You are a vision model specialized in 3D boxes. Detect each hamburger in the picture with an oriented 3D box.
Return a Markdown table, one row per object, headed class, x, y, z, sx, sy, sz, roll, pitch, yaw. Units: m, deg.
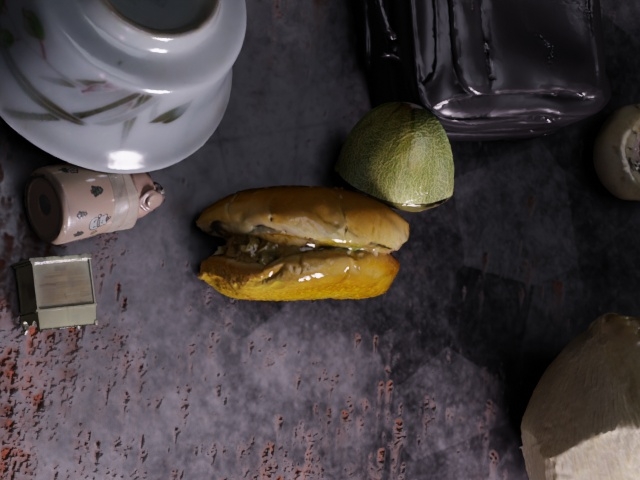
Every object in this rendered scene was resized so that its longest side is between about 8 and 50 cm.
| class | x | y | z | sx | sy | sz | roll | pitch | yaw |
| --- | --- | --- | --- | --- | --- | --- | --- | --- | --- |
| hamburger | 0.000 | 0.000 | 1.795 | 0.283 | 0.156 | 0.144 | 1 | 82 | -28 |

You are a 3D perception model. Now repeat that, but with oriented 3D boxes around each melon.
| class | x | y | z | sx | sy | sz | roll | pitch | yaw |
| --- | --- | --- | --- | --- | --- | --- | --- | --- | --- |
| melon | 0.090 | -0.110 | 1.848 | 0.079 | 0.160 | 0.128 | -29 | 136 | -60 |

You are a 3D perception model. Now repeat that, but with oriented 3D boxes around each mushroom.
| class | x | y | z | sx | sy | sz | roll | pitch | yaw |
| --- | --- | --- | --- | --- | --- | --- | --- | --- | --- |
| mushroom | 0.470 | -0.126 | 2.112 | 0.154 | 0.122 | 0.154 | 1 | 88 | -34 |

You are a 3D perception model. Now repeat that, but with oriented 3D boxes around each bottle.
| class | x | y | z | sx | sy | sz | roll | pitch | yaw |
| --- | --- | --- | --- | --- | --- | --- | --- | --- | --- |
| bottle | -0.258 | -0.053 | 1.691 | 0.152 | 0.099 | 0.099 | -17 | 91 | -40 |

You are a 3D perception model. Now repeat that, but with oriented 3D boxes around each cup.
| class | x | y | z | sx | sy | sz | roll | pitch | yaw |
| --- | --- | --- | --- | --- | --- | --- | --- | --- | --- |
| cup | -0.223 | -0.264 | 1.655 | 0.347 | 0.163 | 0.347 | 13 | 62 | -26 |

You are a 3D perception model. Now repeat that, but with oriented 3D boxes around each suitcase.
| class | x | y | z | sx | sy | sz | roll | pitch | yaw |
| --- | --- | --- | --- | --- | --- | --- | --- | --- | --- |
| suitcase | 0.211 | -0.310 | 1.966 | 0.339 | 0.188 | 0.345 | -2 | 85 | -25 |

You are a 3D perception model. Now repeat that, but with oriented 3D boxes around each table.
| class | x | y | z | sx | sy | sz | roll | pitch | yaw |
| --- | --- | --- | --- | --- | --- | --- | --- | --- | --- |
| table | -0.301 | 0.061 | 1.660 | 0.079 | 0.062 | 0.083 | -5 | 85 | -31 |

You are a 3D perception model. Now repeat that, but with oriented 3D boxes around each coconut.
| class | x | y | z | sx | sy | sz | roll | pitch | yaw |
| --- | --- | --- | --- | --- | --- | --- | --- | --- | --- |
| coconut | 0.431 | 0.266 | 1.907 | 0.346 | 0.346 | 0.360 | -37 | 103 | -29 |
